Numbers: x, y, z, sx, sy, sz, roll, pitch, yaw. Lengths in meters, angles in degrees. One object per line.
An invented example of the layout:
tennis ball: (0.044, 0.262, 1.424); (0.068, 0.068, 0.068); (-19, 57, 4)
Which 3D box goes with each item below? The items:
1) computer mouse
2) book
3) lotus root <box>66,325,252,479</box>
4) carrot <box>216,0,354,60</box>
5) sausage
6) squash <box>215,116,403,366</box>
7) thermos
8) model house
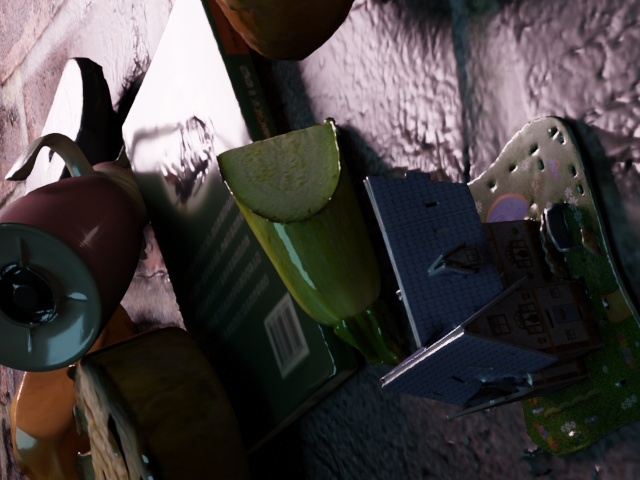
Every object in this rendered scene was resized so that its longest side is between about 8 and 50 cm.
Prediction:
computer mouse: (-0.289, -0.092, 1.152); (0.269, 0.086, 0.137); (-59, 38, 35)
book: (-0.085, -0.013, 0.837); (0.260, 0.043, 0.371); (-49, 55, 54)
lotus root: (-0.133, 0.269, 0.872); (0.390, 0.111, 0.375); (103, 147, -44)
carrot: (-0.016, -0.214, 0.578); (0.159, 0.159, 0.225); (47, 144, 49)
sausage: (-0.278, 0.166, 1.091); (0.136, 0.120, 0.241); (81, -164, -59)
squash: (0.000, -0.002, 0.649); (0.200, 0.090, 0.075); (62, 156, 25)
thermos: (-0.249, -0.009, 0.944); (0.176, 0.146, 0.265); (61, -163, -18)
model house: (0.083, 0.028, 0.481); (0.117, 0.088, 0.167); (-44, 57, 57)
